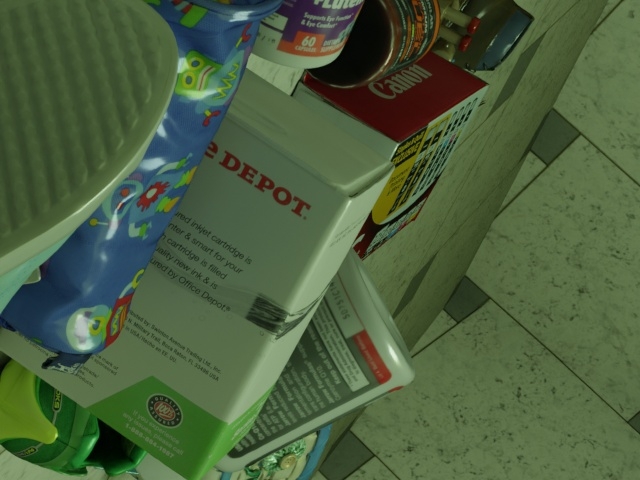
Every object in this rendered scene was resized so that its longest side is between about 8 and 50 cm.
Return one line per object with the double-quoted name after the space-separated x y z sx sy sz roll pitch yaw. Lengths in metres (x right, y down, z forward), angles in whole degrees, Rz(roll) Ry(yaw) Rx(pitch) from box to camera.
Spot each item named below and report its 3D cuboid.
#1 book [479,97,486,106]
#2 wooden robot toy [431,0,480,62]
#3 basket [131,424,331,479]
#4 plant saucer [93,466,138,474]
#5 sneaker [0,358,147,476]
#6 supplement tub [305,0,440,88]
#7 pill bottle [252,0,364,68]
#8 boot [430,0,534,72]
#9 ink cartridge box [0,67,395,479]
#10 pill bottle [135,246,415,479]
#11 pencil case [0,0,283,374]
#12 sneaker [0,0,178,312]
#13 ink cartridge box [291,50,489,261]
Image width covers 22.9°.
0.137 -0.157 2.077 0.144 0.035 0.096 -25 -175 27 "book"
0.152 -0.265 1.906 0.173 0.076 0.079 -64 179 35 "wooden robot toy"
-0.078 0.210 1.891 0.289 0.201 0.254 -27 149 -51 "basket"
-0.183 0.175 1.736 0.067 0.018 0.192 16 112 -38 "plant saucer"
-0.200 0.158 1.387 0.109 0.123 0.295 -59 170 7 "sneaker"
0.051 -0.208 1.501 0.106 0.106 0.198 -61 170 23 "supplement tub"
-0.001 -0.233 1.168 0.108 0.108 0.193 -44 163 -51 "pill bottle"
0.179 -0.229 2.018 0.219 0.106 0.082 -60 169 17 "boot"
-0.097 0.011 1.203 0.273 0.198 0.115 -61 169 24 "ink cartridge box"
-0.063 0.131 1.586 0.283 0.161 0.161 -28 171 5 "pill bottle"
-0.136 -0.065 1.024 0.133 0.119 0.306 -23 145 -58 "pencil case"
-0.223 0.008 0.864 0.366 0.135 0.150 -44 174 -17 "sneaker"
0.060 -0.119 1.740 0.272 0.130 0.309 -63 168 27 "ink cartridge box"
